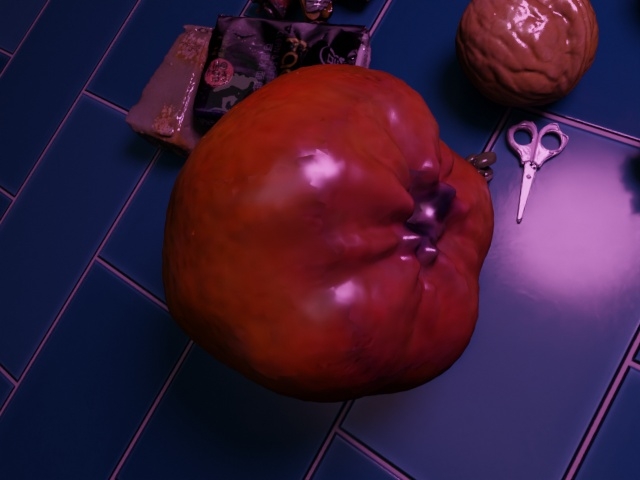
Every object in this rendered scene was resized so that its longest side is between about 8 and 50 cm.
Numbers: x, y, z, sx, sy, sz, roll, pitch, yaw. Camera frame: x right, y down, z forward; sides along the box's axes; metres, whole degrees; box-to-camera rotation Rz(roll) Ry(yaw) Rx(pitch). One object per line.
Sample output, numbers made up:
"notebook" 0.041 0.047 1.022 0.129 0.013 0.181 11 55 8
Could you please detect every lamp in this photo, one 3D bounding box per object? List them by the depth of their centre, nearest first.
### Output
"lamp" -0.049 -0.613 0.987 0.118 0.118 0.253 37 86 23

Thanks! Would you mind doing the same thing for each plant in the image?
"plant" 0.227 -0.102 0.778 0.174 0.085 0.087 -21 43 7

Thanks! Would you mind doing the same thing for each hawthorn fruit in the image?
"hawthorn fruit" 0.000 0.000 0.643 0.472 0.472 0.471 -5 75 17

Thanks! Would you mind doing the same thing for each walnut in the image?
"walnut" 0.339 -0.327 0.734 0.228 0.228 0.227 -5 75 17

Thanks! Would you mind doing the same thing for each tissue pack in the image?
"tissue pack" -0.075 -0.327 0.892 0.333 0.123 0.244 11 82 11

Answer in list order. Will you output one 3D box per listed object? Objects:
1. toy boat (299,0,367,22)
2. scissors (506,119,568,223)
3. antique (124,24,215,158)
"toy boat" 0.101 -0.627 0.880 0.162 0.136 0.445 33 101 -6
"scissors" 0.363 -0.120 0.772 0.100 0.015 0.188 13 81 18
"antique" -0.286 -0.332 0.977 0.150 0.125 0.284 19 82 21
